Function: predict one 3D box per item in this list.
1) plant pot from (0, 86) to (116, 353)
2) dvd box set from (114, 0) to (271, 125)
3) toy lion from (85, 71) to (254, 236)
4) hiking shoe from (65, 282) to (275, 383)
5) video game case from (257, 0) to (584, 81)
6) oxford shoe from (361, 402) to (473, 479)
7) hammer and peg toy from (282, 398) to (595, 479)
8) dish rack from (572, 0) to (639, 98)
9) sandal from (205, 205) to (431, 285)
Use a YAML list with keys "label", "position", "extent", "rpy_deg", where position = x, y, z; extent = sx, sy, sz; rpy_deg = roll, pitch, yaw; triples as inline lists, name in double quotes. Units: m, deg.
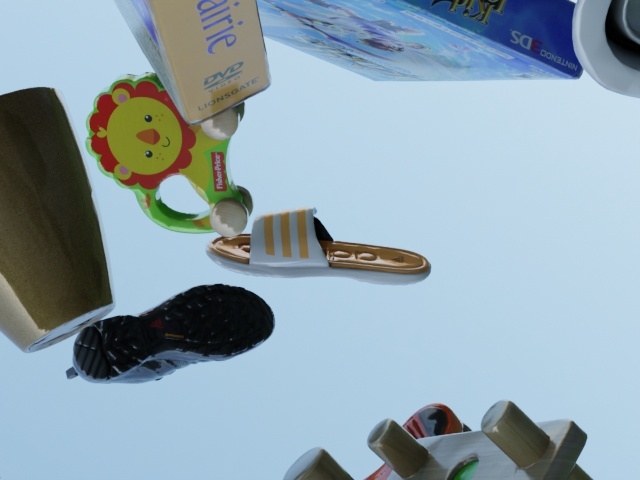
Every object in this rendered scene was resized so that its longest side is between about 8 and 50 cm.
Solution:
- label: "plant pot"
  position: [-0.346, -0.008, 1.696]
  extent: [0.237, 0.237, 0.254]
  rpy_deg: [-19, -102, -53]
- label: "dvd box set"
  position: [-0.134, -0.281, 0.714]
  extent: [0.062, 0.420, 0.307]
  rpy_deg: [-27, -114, -8]
- label: "toy lion"
  position: [-0.092, -0.052, 0.889]
  extent: [0.096, 0.100, 0.034]
  rpy_deg: [-2, -157, 7]
- label: "hiking shoe"
  position: [-0.164, 0.103, 1.599]
  extent: [0.227, 0.114, 0.086]
  rpy_deg: [-9, -99, -21]
- label: "video game case"
  position: [0.025, -0.183, 1.112]
  extent: [0.270, 0.061, 0.244]
  rpy_deg: [17, 176, -37]
- label: "oxford shoe"
  position: [0.084, 0.316, 1.693]
  extent: [0.098, 0.271, 0.097]
  rpy_deg: [42, -178, -34]
- label: "hammer and peg toy"
  position: [0.067, 0.285, 1.333]
  extent: [0.127, 0.361, 0.266]
  rpy_deg: [44, -120, -16]
- label: "dish rack"
  position: [0.304, -0.224, 0.823]
  extent: [0.286, 0.332, 0.072]
  rpy_deg: [8, -148, -14]
- label: "sandal"
  position: [0.000, -0.004, 1.722]
  extent: [0.265, 0.076, 0.102]
  rpy_deg: [4, -159, -6]
